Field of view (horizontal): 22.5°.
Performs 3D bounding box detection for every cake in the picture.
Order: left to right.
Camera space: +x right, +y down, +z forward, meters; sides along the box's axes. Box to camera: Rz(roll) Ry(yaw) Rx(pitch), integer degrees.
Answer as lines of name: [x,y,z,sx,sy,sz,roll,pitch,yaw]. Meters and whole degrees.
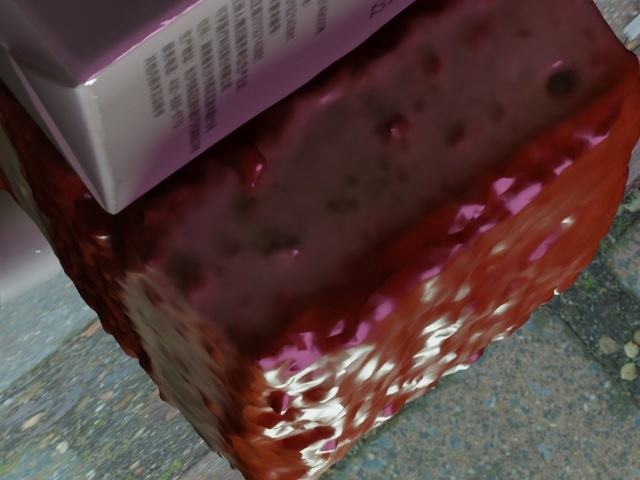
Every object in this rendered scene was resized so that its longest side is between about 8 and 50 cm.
cake: [-0.021,-0.075,0.815,0.269,0.319,0.270,-36,166,-13]

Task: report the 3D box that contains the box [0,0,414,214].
box: [-0.015,-0.207,0.635,0.341,0.225,0.143,-37,168,-12]

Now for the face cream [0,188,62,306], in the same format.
face cream: [-0.269,0.049,0.891,0.370,0.145,0.145,-30,162,-43]
